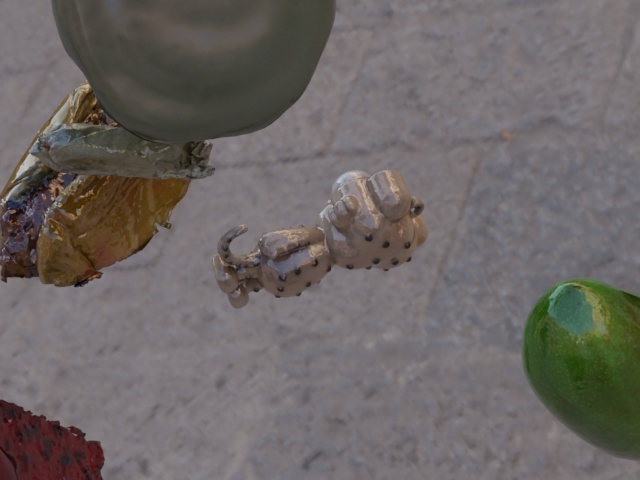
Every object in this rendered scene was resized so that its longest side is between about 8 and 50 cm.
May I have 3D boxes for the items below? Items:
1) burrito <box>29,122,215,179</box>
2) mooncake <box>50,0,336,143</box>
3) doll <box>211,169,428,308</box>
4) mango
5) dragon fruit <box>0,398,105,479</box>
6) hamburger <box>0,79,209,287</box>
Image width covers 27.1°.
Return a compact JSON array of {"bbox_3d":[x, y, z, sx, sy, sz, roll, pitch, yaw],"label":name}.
[{"bbox_3d":[-0.197,-0.089,1.335,0.188,0.058,0.045,3,27,-16],"label":"burrito"},{"bbox_3d":[-0.118,-0.225,1.236,0.275,0.275,0.135,-33,21,1],"label":"mooncake"},{"bbox_3d":[0.000,0.001,1.666,0.278,0.154,0.119,-18,58,-5],"label":"doll"},{"bbox_3d":[0.396,0.161,1.731,0.225,0.382,0.201,-29,46,23],"label":"mango"},{"bbox_3d":[-0.361,0.255,1.456,0.302,0.330,0.240,12,50,27],"label":"dragon fruit"},{"bbox_3d":[-0.259,-0.082,1.570,0.155,0.245,0.282,22,18,29],"label":"hamburger"}]
